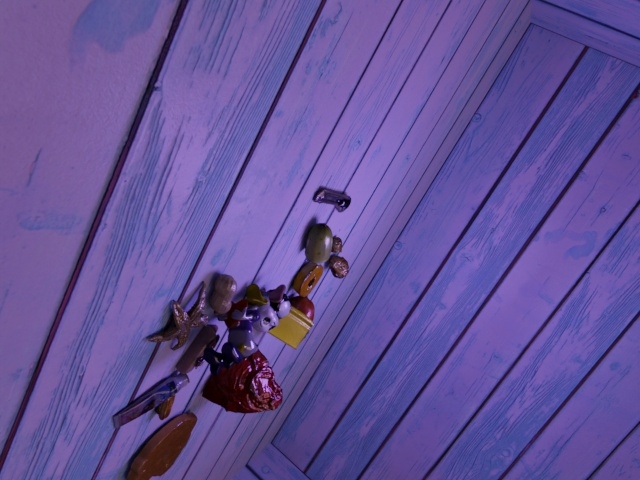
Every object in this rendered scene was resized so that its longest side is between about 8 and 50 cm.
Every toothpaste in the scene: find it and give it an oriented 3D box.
[{"bbox_3d":[-0.575,0.542,1.511,0.266,0.061,0.096,-29,150,-40],"label":"toothpaste"}]

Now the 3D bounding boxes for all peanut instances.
[{"bbox_3d":[-0.322,0.182,1.467,0.082,0.082,0.187,-31,150,-51],"label":"peanut"}]

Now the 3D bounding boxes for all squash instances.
[{"bbox_3d":[0.000,0.000,1.875,0.123,0.123,0.186,-41,158,-35],"label":"squash"}]

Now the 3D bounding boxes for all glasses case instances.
[{"bbox_3d":[-0.421,0.398,1.599,0.193,0.070,0.102,-55,162,-1],"label":"glasses case"}]

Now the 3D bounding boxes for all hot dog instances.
[{"bbox_3d":[-0.576,0.608,1.636,0.056,0.041,0.133,-13,127,-64],"label":"hot dog"}]

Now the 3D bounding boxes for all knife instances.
[{"bbox_3d":[0.060,-0.164,1.858,0.089,0.043,0.365,-60,160,10],"label":"knife"}]

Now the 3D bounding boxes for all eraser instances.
[{"bbox_3d":[-0.154,0.375,2.011,0.158,0.226,0.069,-53,-156,-2],"label":"eraser"}]

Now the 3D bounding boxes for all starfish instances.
[{"bbox_3d":[-0.431,0.256,1.386,0.277,0.062,0.236,-57,156,19],"label":"starfish"}]

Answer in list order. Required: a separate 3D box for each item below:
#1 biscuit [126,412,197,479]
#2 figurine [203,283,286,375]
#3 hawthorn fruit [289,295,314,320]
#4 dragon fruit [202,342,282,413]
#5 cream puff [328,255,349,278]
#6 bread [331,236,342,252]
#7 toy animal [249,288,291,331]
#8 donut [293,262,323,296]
[{"bbox_3d":[-0.661,0.874,1.840,0.312,0.057,0.351,-20,140,-59],"label":"biscuit"},{"bbox_3d":[-0.264,0.298,1.600,0.193,0.154,0.421,54,37,-31],"label":"figurine"},{"bbox_3d":[-0.074,0.299,2.170,0.285,0.165,0.165,-62,163,-14],"label":"hawthorn fruit"},{"bbox_3d":[-0.302,0.619,1.977,0.302,0.330,0.240,-59,-177,5],"label":"dragon fruit"},{"bbox_3d":[0.096,0.135,2.331,0.104,0.119,0.133,-22,128,8],"label":"cream puff"},{"bbox_3d":[0.080,0.028,2.204,0.110,0.060,0.066,93,21,-58],"label":"bread"},{"bbox_3d":[-0.212,0.300,1.832,0.179,0.138,0.166,-51,145,-28],"label":"toy animal"},{"bbox_3d":[-0.061,0.179,2.094,0.178,0.065,0.162,-56,156,-8],"label":"donut"}]
